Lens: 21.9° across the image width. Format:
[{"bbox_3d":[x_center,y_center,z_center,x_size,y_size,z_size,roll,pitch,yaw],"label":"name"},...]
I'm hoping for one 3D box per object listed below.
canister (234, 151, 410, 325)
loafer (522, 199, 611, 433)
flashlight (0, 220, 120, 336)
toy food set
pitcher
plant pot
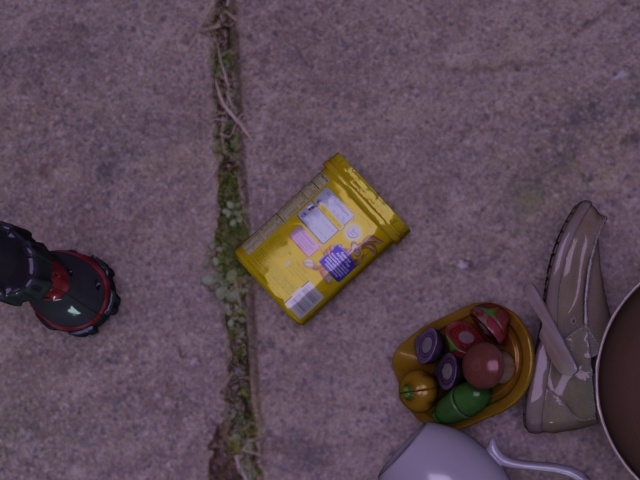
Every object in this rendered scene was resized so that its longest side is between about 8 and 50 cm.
[{"bbox_3d":[0.000,0.000,1.915,0.170,0.073,0.126,-42,79,1],"label":"canister"},{"bbox_3d":[0.292,0.090,1.859,0.092,0.102,0.268,11,92,7],"label":"loafer"},{"bbox_3d":[-0.303,0.047,1.826,0.103,0.304,0.103,-11,82,4],"label":"flashlight"},{"bbox_3d":[0.161,0.132,1.831,0.218,0.071,0.128,-30,70,31],"label":"toy food set"},{"bbox_3d":[0.184,0.280,1.828,0.207,0.125,0.178,41,92,2],"label":"pitcher"},{"bbox_3d":[0.435,0.161,1.780,0.284,0.191,0.284,-1,81,7],"label":"plant pot"}]
